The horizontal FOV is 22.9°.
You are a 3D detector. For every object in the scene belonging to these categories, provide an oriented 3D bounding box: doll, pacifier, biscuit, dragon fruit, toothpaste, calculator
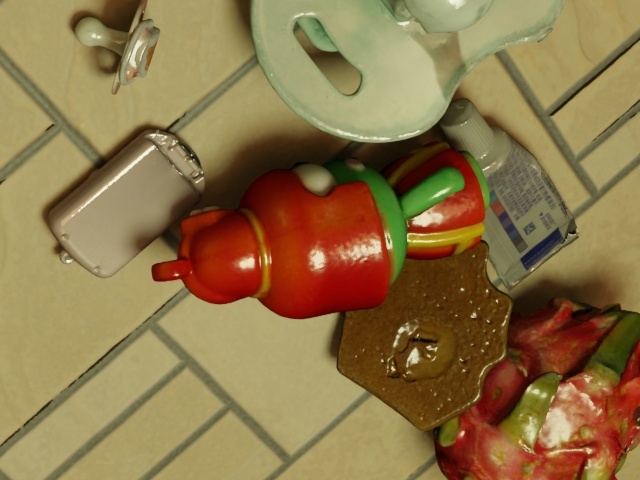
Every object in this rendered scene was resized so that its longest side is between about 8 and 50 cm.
[{"bbox_3d":[0.000,-0.001,1.621,0.363,0.182,0.160,-11,85,-20],"label":"doll"},{"bbox_3d":[0.090,-0.257,1.483,0.343,0.269,0.288,-43,101,-3],"label":"pacifier"},{"bbox_3d":[0.126,0.091,1.754,0.215,0.182,0.034,-56,168,5],"label":"biscuit"},{"bbox_3d":[-0.196,-0.189,1.498,0.078,0.081,0.099,21,107,-3],"label":"pacifier"},{"bbox_3d":[0.266,0.198,1.824,0.237,0.231,0.303,44,77,-30],"label":"dragon fruit"},{"bbox_3d":[0.205,-0.057,1.765,0.099,0.068,0.282,-17,138,19],"label":"toothpaste"},{"bbox_3d":[-0.196,-0.035,1.597,0.175,0.032,0.100,-40,125,-1],"label":"calculator"}]
